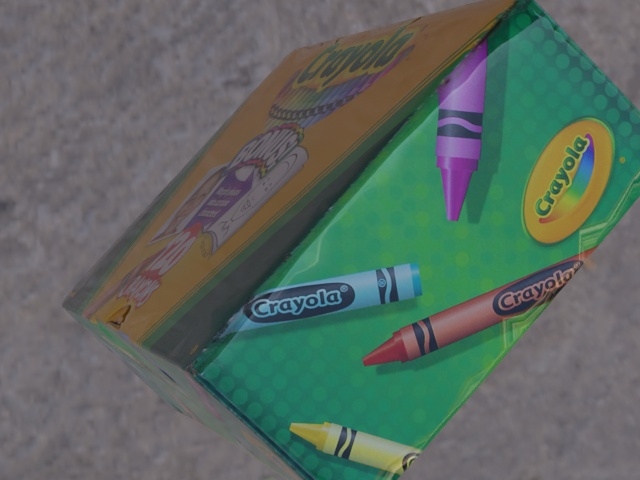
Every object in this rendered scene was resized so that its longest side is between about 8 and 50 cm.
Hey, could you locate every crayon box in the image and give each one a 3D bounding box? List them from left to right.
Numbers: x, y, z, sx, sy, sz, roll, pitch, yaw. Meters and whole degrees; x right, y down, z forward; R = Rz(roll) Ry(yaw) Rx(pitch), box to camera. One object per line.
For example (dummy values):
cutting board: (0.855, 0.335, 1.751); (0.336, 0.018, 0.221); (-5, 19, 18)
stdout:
crayon box: (0.000, 0.000, 0.659); (0.081, 0.278, 0.165); (44, 80, -14)
